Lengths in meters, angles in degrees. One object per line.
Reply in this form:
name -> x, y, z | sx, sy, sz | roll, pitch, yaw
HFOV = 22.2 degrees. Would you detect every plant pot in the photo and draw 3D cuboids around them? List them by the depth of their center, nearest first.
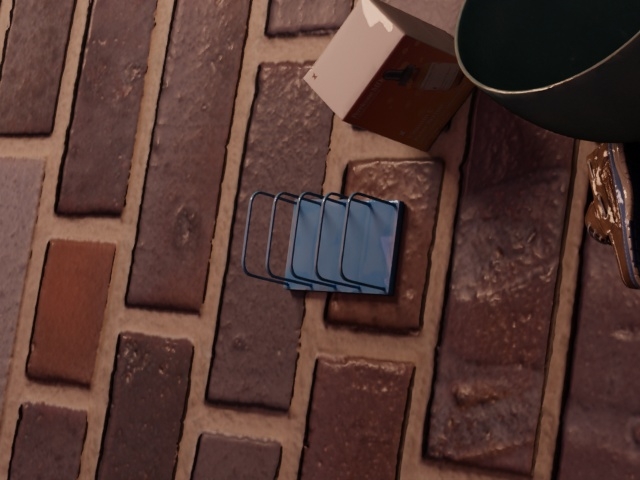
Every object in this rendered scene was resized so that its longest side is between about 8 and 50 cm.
plant pot -> 0.315, -0.214, 1.726 | 0.290, 0.195, 0.290 | -28, 40, 26

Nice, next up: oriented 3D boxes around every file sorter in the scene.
file sorter -> 0.000, 0.000, 2.021 | 0.170, 0.104, 0.118 | 2, 82, 39

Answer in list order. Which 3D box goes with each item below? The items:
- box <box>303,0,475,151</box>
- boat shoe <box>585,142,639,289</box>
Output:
box -> 0.090, -0.198, 1.948 | 0.130, 0.170, 0.091 | -53, 53, 18
boat shoe -> 0.329, -0.024, 1.787 | 0.066, 0.066, 0.183 | -24, 55, 39
